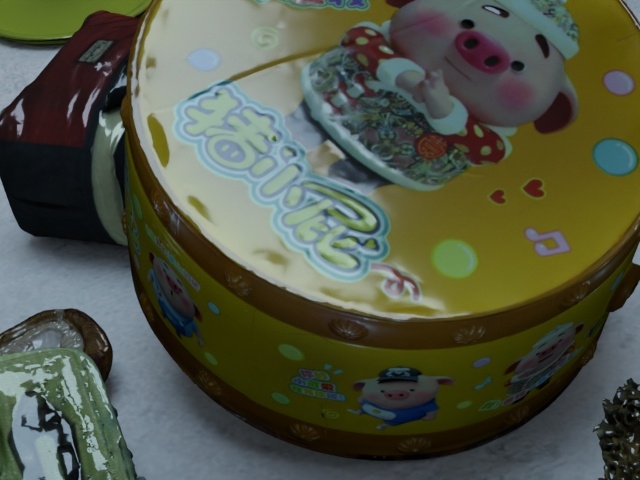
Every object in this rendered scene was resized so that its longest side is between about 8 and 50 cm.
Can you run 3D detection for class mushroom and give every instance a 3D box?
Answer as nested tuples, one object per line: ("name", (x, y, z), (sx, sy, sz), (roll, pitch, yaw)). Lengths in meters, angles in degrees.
("mushroom", (-0.230, 0.105, 1.393), (0.123, 0.052, 0.123), (-10, 29, 5))

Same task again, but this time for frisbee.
("frisbee", (-0.298, -0.292, 1.999), (0.236, 0.017, 0.236), (-5, 36, 3))

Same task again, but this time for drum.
("drum", (0.049, -0.058, 1.311), (0.431, 0.214, 0.431), (3, 57, -5))

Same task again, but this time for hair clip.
("hair clip", (-0.182, 0.214, 1.204), (0.138, 0.091, 0.321), (-10, 46, -19))

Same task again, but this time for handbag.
("handbag", (-0.173, -0.112, 1.584), (0.181, 0.181, 0.254), (8, 40, 23))

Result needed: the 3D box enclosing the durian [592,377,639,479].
("durian", (0.264, 0.174, 1.092), (0.167, 0.196, 0.196), (-31, 42, -34))
